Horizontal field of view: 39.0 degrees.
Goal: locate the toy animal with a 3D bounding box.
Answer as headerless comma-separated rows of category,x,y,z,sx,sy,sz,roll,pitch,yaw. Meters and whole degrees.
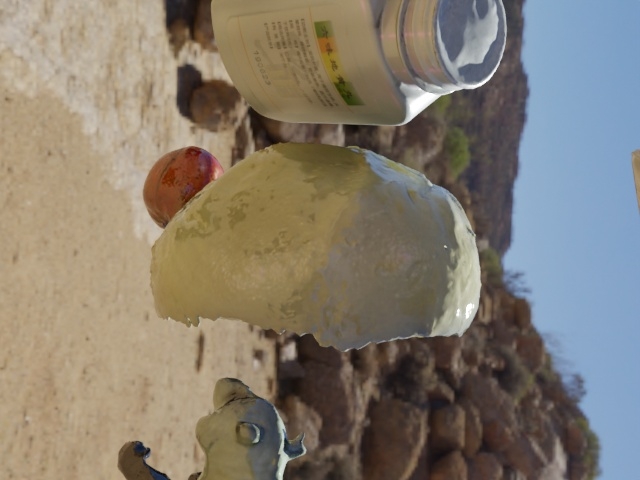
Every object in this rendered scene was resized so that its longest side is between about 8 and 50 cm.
toy animal,-0.073,0.194,0.536,0.094,0.121,0.225,33,67,-42

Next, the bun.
bun,-0.002,-0.004,0.977,0.364,0.364,0.202,-41,135,-89

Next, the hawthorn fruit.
hawthorn fruit,-0.185,-0.068,1.234,0.128,0.128,0.128,3,90,-89

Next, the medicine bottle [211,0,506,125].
medicine bottle,0.032,-0.213,0.949,0.124,0.324,0.179,-38,120,-30

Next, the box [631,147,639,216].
box,0.339,-0.038,0.560,0.155,0.243,0.067,-95,170,-68
